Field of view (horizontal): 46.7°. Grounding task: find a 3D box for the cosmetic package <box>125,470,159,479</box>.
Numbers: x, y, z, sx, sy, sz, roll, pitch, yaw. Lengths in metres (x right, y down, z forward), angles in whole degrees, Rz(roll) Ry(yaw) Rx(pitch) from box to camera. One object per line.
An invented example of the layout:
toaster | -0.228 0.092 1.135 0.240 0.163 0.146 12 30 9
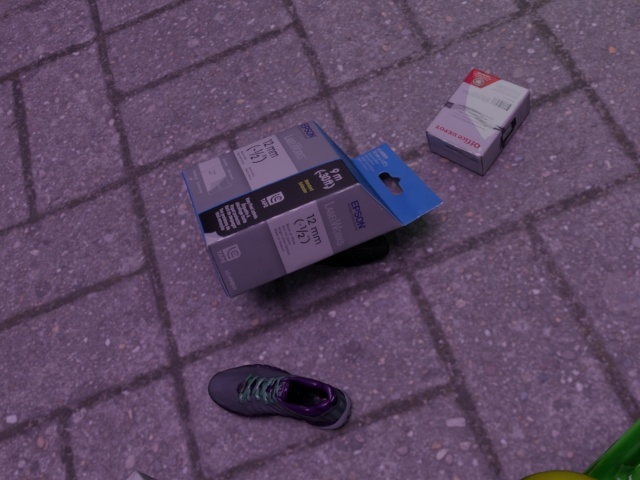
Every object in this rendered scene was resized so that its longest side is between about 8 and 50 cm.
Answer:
cosmetic package | -0.174 0.507 0.916 0.217 0.156 0.385 -42 61 -9

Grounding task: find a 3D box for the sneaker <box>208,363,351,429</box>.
sneaker | -0.068 0.213 1.077 0.223 0.098 0.083 4 63 17

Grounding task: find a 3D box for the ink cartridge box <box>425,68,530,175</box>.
ink cartridge box | 0.261 -0.197 1.232 0.109 0.063 0.150 31 74 27

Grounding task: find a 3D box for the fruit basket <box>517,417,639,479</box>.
fruit basket | 0.292 0.334 0.706 0.392 0.392 0.283 -37 59 -7

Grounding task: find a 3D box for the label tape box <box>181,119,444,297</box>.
label tape box | -0.022 -0.080 1.152 0.347 0.115 0.249 -24 35 -4

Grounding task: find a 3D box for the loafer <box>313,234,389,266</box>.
loafer | 0.000 0.000 1.188 0.223 0.076 0.078 -3 69 18
